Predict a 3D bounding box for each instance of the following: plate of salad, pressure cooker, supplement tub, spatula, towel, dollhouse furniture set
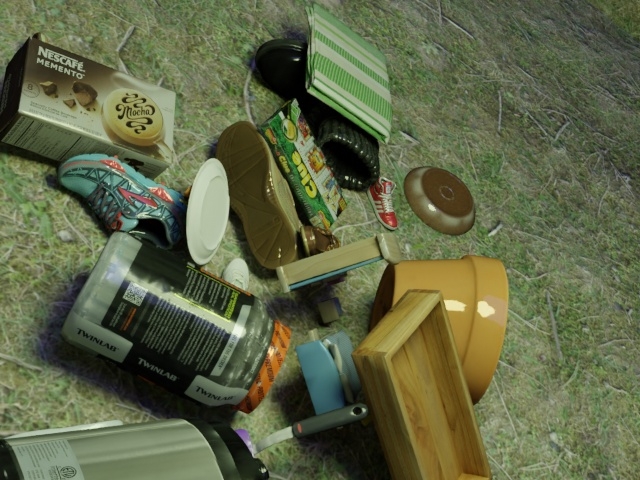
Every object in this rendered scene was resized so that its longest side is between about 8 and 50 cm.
[{"bbox_3d":[-0.217,-0.054,1.730,0.048,0.200,0.200,7,45,14],"label":"plate of salad"},{"bbox_3d":[-0.232,0.418,1.196,0.420,0.375,0.369,-2,62,-30],"label":"pressure cooker"},{"bbox_3d":[-0.233,0.142,1.534,0.338,0.207,0.207,28,46,-10],"label":"supplement tub"},{"bbox_3d":[-0.062,0.321,1.516,0.296,0.030,0.084,-20,60,8],"label":"spatula"},{"bbox_3d":[0.061,-0.377,2.075,0.248,0.038,0.325,30,37,-28],"label":"towel"},{"bbox_3d":[0.083,0.159,1.681,0.286,0.198,0.303,-3,76,-76],"label":"dollhouse furniture set"}]

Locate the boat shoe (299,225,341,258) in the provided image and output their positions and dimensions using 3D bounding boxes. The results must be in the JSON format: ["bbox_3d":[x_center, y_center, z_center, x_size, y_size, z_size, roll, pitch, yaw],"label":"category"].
[{"bbox_3d":[0.000,0.000,1.805,0.178,0.060,0.064,30,47,-78],"label":"boat shoe"}]

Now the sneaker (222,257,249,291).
[{"bbox_3d":[-0.157,0.088,1.729,0.054,0.061,0.152,23,46,-14],"label":"sneaker"}]

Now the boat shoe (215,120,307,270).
[{"bbox_3d":[-0.117,-0.081,1.863,0.110,0.122,0.341,37,31,-64],"label":"boat shoe"}]

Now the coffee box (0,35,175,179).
[{"bbox_3d":[-0.428,-0.231,1.717,0.297,0.119,0.168,19,57,-32],"label":"coffee box"}]

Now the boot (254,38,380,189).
[{"bbox_3d":[-0.005,-0.284,2.064,0.348,0.131,0.260,26,46,-14],"label":"boot"}]

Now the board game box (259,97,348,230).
[{"bbox_3d":[-0.030,-0.153,1.925,0.259,0.030,0.136,62,36,-19],"label":"board game box"}]

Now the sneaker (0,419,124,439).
[{"bbox_3d":[-0.401,0.329,1.364,0.258,0.094,0.091,-6,69,-31],"label":"sneaker"}]

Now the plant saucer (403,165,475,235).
[{"bbox_3d":[0.289,-0.103,2.179,0.199,0.036,0.198,17,50,-21],"label":"plant saucer"}]

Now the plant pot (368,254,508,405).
[{"bbox_3d":[0.212,0.157,1.776,0.204,0.291,0.291,11,50,-7],"label":"plant pot"}]

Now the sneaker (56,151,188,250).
[{"bbox_3d":[-0.360,-0.066,1.690,0.262,0.104,0.125,23,49,-15],"label":"sneaker"}]

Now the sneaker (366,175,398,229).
[{"bbox_3d":[0.147,-0.086,2.052,0.042,0.067,0.118,-11,63,-37],"label":"sneaker"}]

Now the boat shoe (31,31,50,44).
[{"bbox_3d":[-0.534,-0.314,1.805,0.072,0.068,0.190,15,60,-39],"label":"boat shoe"}]

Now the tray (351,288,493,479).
[{"bbox_3d":[0.182,0.311,1.599,0.203,0.076,0.411,-42,122,-45],"label":"tray"}]
